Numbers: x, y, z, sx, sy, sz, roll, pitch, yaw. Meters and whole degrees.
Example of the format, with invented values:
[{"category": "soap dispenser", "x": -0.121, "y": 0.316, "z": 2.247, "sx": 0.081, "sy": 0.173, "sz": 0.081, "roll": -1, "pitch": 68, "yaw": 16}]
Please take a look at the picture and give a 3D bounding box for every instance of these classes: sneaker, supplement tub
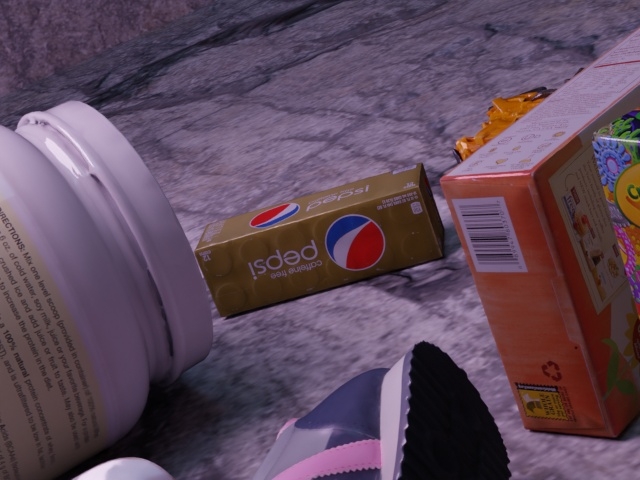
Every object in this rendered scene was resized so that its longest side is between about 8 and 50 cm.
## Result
[{"category": "sneaker", "x": -0.003, "y": 0.166, "z": 0.606, "sx": 0.131, "sy": 0.112, "sz": 0.319, "roll": -31, "pitch": 10, "yaw": 25}, {"category": "supplement tub", "x": -0.256, "y": 0.067, "z": 0.895, "sx": 0.324, "sy": 0.235, "sz": 0.235, "roll": -29, "pitch": 21, "yaw": -24}]

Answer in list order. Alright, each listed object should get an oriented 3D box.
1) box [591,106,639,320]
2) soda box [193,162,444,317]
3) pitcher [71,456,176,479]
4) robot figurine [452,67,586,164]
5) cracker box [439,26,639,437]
[{"category": "box", "x": 0.330, "y": -0.013, "z": 0.609, "sx": 0.279, "sy": 0.177, "sz": 0.290, "roll": -28, "pitch": 20, "yaw": -25}, {"category": "soda box", "x": 0.000, "y": 0.000, "z": 1.088, "sx": 0.181, "sy": 0.061, "sz": 0.058, "roll": -16, "pitch": 20, "yaw": 13}, {"category": "pitcher", "x": -0.163, "y": 0.197, "z": 0.654, "sx": 0.177, "sy": 0.125, "sz": 0.207, "roll": -35, "pitch": 1, "yaw": 25}, {"category": "robot figurine", "x": 0.239, "y": -0.078, "z": 1.023, "sx": 0.291, "sy": 0.085, "sz": 0.211, "roll": -12, "pitch": 20, "yaw": 22}, {"category": "cracker box", "x": 0.178, "y": -0.017, "z": 0.806, "sx": 0.067, "sy": 0.156, "sz": 0.232, "roll": -1, "pitch": 26, "yaw": 46}]
